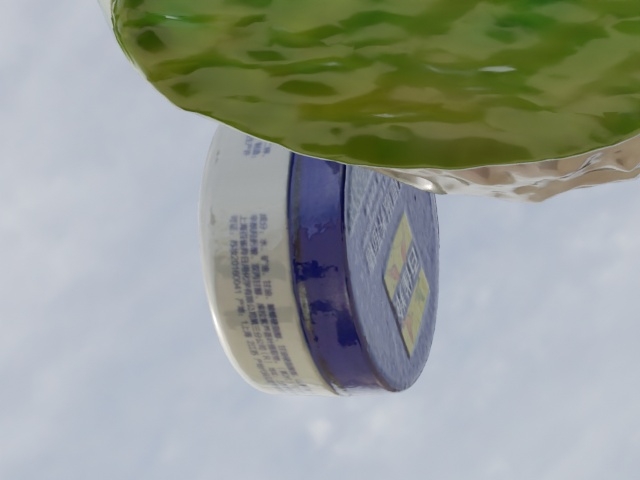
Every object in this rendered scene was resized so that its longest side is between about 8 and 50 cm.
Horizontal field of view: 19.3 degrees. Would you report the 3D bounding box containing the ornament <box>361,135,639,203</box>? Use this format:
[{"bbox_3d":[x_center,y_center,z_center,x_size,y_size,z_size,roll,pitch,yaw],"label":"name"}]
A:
[{"bbox_3d":[0.092,-0.188,1.034,0.337,0.337,0.337,-24,-38,-20],"label":"ornament"}]

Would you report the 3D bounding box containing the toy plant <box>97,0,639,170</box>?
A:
[{"bbox_3d":[0.033,-0.190,0.500,0.184,0.316,0.224,-2,-22,8],"label":"toy plant"}]

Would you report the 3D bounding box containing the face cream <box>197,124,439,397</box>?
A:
[{"bbox_3d":[0.000,0.000,1.229,0.111,0.206,0.206,-3,-28,22],"label":"face cream"}]
